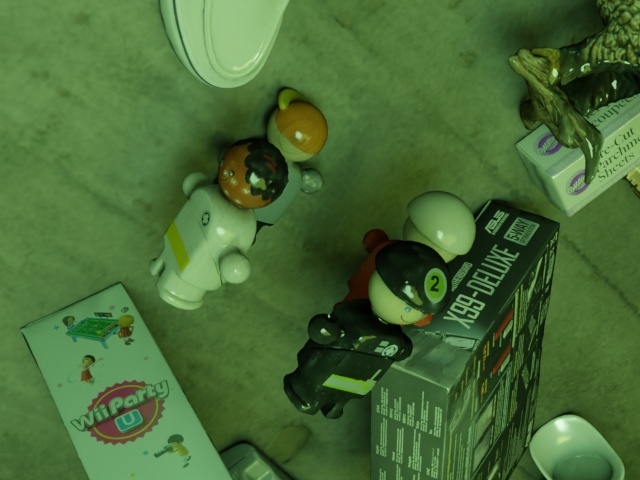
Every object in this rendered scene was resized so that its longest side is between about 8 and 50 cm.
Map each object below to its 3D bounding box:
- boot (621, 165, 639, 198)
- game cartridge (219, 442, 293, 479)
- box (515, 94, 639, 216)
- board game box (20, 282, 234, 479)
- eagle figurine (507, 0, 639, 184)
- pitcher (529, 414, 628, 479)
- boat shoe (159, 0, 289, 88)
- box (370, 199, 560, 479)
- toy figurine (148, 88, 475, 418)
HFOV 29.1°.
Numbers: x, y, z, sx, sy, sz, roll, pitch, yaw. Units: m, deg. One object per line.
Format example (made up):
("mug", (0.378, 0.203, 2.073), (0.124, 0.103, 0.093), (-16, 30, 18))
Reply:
("boot", (0.345, -0.069, 1.210), (0.084, 0.059, 0.158), (-49, 134, 4))
("game cartridge", (-0.134, 0.341, 1.241), (0.294, 0.060, 0.196), (-38, 133, 1))
("box", (0.330, -0.149, 1.128), (0.324, 0.063, 0.067), (-36, 135, -2))
("board game box", (-0.115, 0.213, 0.967), (0.097, 0.303, 0.224), (-26, 134, -12))
("eagle figurine", (0.285, -0.198, 0.977), (0.298, 0.226, 0.225), (-35, 116, 4))
("pitcher", (0.328, 0.324, 1.431), (0.125, 0.178, 0.207), (-32, 135, -14))
("boat shoe", (-0.041, -0.212, 0.822), (0.096, 0.088, 0.267), (-4, 126, -30))
("box", (0.133, 0.156, 1.157), (0.242, 0.076, 0.307), (-49, 148, -41))
("toy figurine", (0.000, 0.000, 0.916), (0.148, 0.209, 0.213), (-52, 178, 25))
